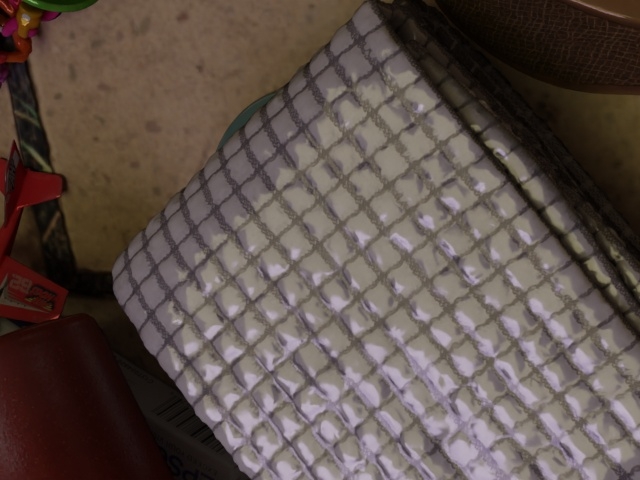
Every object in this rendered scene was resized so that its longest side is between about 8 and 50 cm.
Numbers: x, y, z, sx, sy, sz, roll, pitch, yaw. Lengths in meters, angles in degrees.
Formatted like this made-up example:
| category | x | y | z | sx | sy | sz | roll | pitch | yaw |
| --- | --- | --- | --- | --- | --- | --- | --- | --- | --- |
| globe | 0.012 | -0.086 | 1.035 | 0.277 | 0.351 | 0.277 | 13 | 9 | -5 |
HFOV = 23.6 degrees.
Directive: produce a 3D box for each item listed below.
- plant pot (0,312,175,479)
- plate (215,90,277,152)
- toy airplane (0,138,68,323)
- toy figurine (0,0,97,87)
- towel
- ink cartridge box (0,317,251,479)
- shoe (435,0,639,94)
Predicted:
| category | x | y | z | sx | sy | sz | roll | pitch | yaw |
| --- | --- | --- | --- | --- | --- | --- | --- | --- | --- |
| plant pot | -0.189 | 0.201 | 0.944 | 0.272 | 0.272 | 0.265 | -25 | 86 | 38 |
| plate | 0.000 | 0.000 | 0.932 | 0.188 | 0.024 | 0.188 | 13 | 115 | 30 |
| toy airplane | -0.223 | 0.005 | 1.061 | 0.151 | 0.028 | 0.151 | -3 | 84 | 31 |
| toy figurine | -0.238 | -0.151 | 1.006 | 0.173 | 0.130 | 0.159 | 27 | 138 | -4 |
| towel | 0.057 | 0.043 | 0.830 | 0.235 | 0.121 | 0.284 | -43 | 84 | 21 |
| ink cartridge box | -0.159 | 0.187 | 1.097 | 0.223 | 0.045 | 0.224 | 28 | 121 | 23 |
| shoe | 0.155 | -0.114 | 0.769 | 0.219 | 0.058 | 0.076 | 20 | 149 | 32 |
